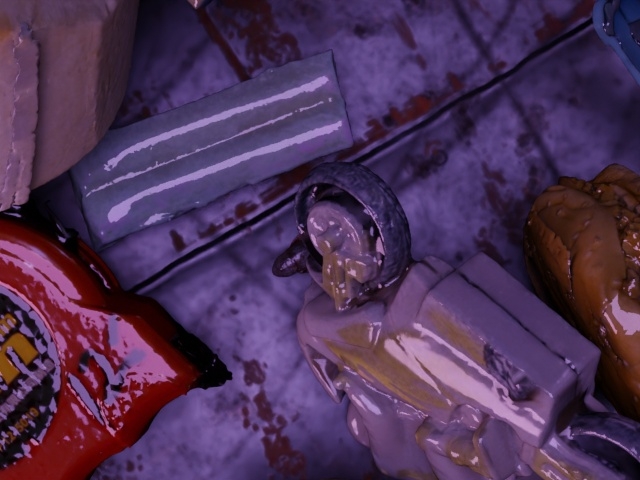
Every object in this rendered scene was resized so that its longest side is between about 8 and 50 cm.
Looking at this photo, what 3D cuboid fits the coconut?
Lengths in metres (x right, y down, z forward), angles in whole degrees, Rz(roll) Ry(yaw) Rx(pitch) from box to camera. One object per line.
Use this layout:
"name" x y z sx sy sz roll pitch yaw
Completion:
"coconut" -0.273 -0.172 0.852 0.323 0.323 0.322 0 90 0

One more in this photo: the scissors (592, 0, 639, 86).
"scissors" 0.307 -0.024 0.903 0.393 0.032 0.180 47 66 -20

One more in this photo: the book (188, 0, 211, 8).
"book" -0.036 -0.358 0.851 0.300 0.039 0.428 48 53 0

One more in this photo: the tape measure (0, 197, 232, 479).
"tape measure" -0.239 0.091 0.935 0.253 0.114 0.260 -44 92 3

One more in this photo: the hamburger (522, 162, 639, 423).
"hamburger" 0.225 0.045 0.888 0.108 0.214 0.213 -30 90 0

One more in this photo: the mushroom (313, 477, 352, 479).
"mushroom" 0.020 0.269 0.912 0.189 0.195 0.253 -48 118 -20

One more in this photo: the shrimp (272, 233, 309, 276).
"shrimp" 0.004 0.001 0.978 0.038 0.029 0.092 43 87 1

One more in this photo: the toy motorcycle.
"toy motorcycle" 0.092 0.107 0.892 0.341 0.223 0.108 42 51 16

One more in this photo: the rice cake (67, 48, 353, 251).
"rice cake" -0.083 -0.071 0.972 0.226 0.040 0.085 -21 89 1
